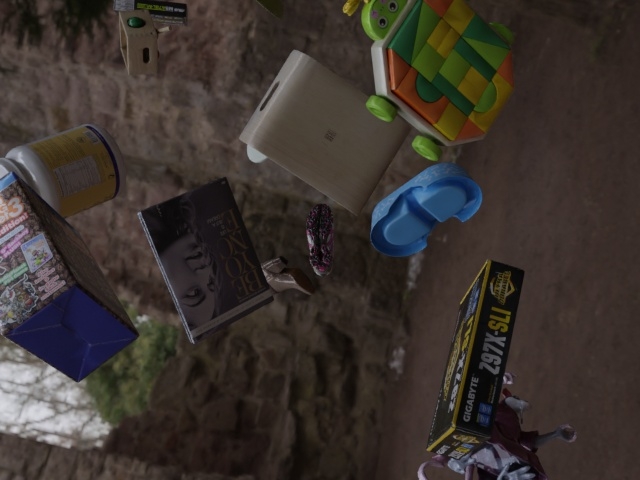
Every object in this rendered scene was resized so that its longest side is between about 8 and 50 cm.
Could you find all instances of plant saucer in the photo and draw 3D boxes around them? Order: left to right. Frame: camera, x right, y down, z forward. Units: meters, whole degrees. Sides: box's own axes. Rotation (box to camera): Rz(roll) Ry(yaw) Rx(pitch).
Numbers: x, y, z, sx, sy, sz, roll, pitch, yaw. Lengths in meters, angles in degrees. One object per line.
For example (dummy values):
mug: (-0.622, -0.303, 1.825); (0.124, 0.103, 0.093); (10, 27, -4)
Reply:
plant saucer: (-0.155, -0.551, 1.677); (0.037, 0.241, 0.241); (-44, 9, 13)

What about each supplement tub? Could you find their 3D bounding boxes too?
supplement tub: (-0.760, -0.183, 2.367); (0.331, 0.241, 0.241); (-29, -33, -39)

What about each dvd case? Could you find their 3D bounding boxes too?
dvd case: (-0.177, 0.029, 1.297); (0.018, 0.164, 0.221); (-8, 105, 53)

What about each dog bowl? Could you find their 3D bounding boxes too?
dog bowl: (0.248, -0.078, 1.988); (0.297, 0.166, 0.074); (-36, 40, 23)

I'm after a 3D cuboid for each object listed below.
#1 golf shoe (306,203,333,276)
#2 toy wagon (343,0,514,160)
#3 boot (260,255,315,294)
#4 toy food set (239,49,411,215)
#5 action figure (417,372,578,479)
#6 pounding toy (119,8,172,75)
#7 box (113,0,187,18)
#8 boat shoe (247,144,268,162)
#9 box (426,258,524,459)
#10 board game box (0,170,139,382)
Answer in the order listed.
golf shoe: (0.000, 0.000, 2.038); (0.086, 0.067, 0.186); (78, -168, -68)
toy wagon: (0.185, -0.315, 1.405); (0.267, 0.344, 0.068); (-58, 27, -6)
boot: (-0.078, 0.088, 1.696); (0.087, 0.118, 0.042); (-43, 2, 32)
toy food set: (0.014, -0.222, 1.714); (0.220, 0.306, 0.092); (-58, 12, 2)
action figure: (0.419, 0.468, 1.901); (0.275, 0.248, 0.370); (-44, -1, 21)
pounding toy: (-0.416, -0.479, 1.940); (0.141, 0.100, 0.130); (102, 152, -47)
box: (-0.457, -0.621, 2.218); (0.184, 0.190, 0.045); (-147, 62, -79)
boat shoe: (-0.099, -0.290, 2.034); (0.228, 0.079, 0.081); (-56, -17, 19)
box: (0.288, 0.230, 1.534); (0.257, 0.079, 0.322); (101, -174, -68)
board game box: (-0.481, 0.066, 1.425); (0.141, 0.291, 0.232); (-37, -32, -5)
